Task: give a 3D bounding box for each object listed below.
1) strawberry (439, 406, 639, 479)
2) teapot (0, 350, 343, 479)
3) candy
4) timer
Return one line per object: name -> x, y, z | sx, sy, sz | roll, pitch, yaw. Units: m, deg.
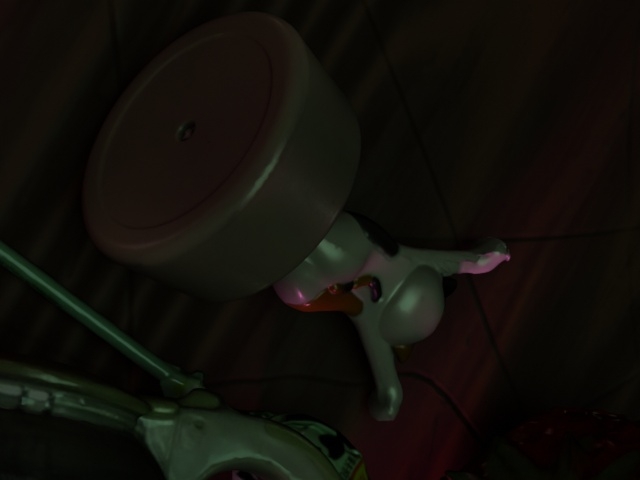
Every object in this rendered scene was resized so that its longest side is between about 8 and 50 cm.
strawberry -> 0.179, 0.254, 1.238 | 0.257, 0.257, 0.277 | -41, 131, -14
teapot -> -0.141, 0.186, 1.063 | 0.322, 0.239, 0.239 | 5, 75, 15
candy -> -0.094, 0.095, 1.189 | 0.305, 0.091, 0.083 | 38, 47, -11
timer -> 0.000, 0.000, 1.186 | 0.266, 0.175, 0.175 | 39, 80, -38
